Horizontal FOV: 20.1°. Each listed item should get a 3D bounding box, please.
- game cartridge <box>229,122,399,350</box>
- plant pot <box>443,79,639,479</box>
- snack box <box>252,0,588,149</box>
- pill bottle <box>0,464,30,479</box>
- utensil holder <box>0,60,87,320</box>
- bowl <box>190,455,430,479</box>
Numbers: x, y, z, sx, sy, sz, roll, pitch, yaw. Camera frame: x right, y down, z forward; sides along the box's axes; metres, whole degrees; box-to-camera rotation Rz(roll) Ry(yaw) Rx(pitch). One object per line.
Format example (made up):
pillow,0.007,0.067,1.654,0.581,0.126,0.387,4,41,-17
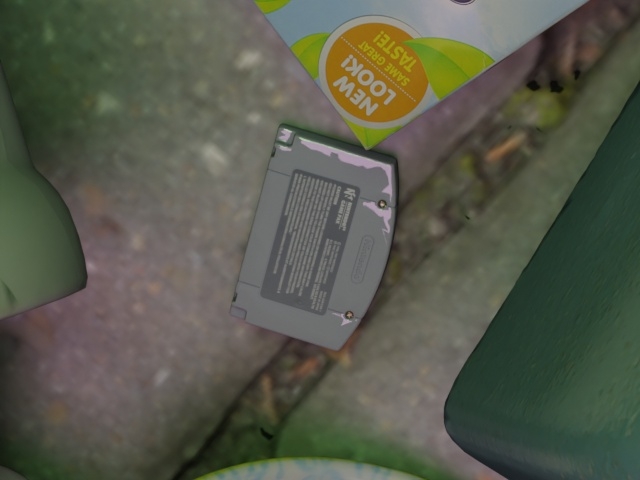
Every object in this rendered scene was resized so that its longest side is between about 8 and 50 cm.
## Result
game cartridge,0.000,0.000,0.709,0.056,0.017,0.083,19,112,6
plant pot,0.209,0.027,0.514,0.247,0.252,0.247,32,90,-2
snack box,0.049,-0.160,0.611,0.207,0.070,0.174,-34,102,21
pill bottle,-0.169,0.181,0.732,0.152,0.152,0.272,-2,110,10
utensil holder,-0.280,-0.119,0.512,0.327,0.327,0.386,-18,92,16
bowl,-0.007,0.245,0.685,0.289,0.289,0.156,37,135,-5
